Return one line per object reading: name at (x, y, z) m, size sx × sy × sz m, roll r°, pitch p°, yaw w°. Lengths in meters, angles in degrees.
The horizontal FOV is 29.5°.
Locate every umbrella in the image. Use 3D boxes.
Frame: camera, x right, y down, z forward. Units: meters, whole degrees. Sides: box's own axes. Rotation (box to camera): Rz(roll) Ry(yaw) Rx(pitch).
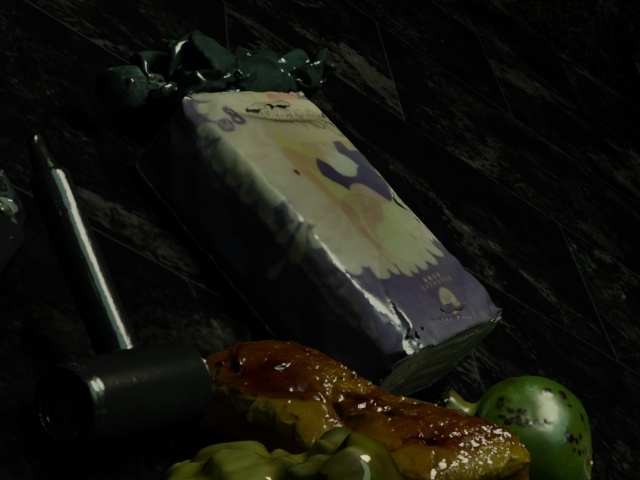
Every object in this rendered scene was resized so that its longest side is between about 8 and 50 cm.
umbrella at (-0.117, -0.177, 1.315) m, size 0.349 × 0.143 × 0.094 m, roll -12°, pitch 82°, yaw -58°

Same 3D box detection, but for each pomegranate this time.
pomegranate at (0.201, 0.190, 1.211) m, size 0.169 × 0.122 × 0.143 m, roll 43°, pitch 27°, yaw -2°

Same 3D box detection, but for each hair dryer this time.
hair dryer at (-0.183, 0.034, 0.904) m, size 0.128 × 0.070 × 0.255 m, roll -8°, pitch 68°, yaw -57°

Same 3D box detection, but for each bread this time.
bread at (0.020, 0.143, 0.916) m, size 0.139 × 0.077 × 0.271 m, roll 0°, pitch 13°, yaw -44°

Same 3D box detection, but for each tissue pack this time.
tissue pack at (0.000, 0.000, 1.212) m, size 0.344 × 0.125 × 0.242 m, roll 48°, pitch 27°, yaw 17°

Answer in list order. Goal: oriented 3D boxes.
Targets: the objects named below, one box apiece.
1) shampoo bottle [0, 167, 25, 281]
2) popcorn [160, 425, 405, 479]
shampoo bottle at (-0.259, 0.047, 0.789) m, size 0.071 × 0.098 × 0.309 m, roll 34°, pitch 26°, yaw -8°
popcorn at (-0.014, 0.209, 0.722) m, size 0.237 × 0.251 × 0.206 m, roll 25°, pitch 36°, yaw -27°
